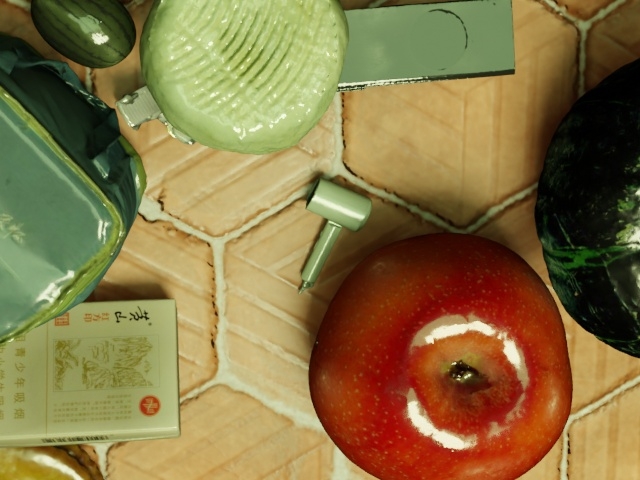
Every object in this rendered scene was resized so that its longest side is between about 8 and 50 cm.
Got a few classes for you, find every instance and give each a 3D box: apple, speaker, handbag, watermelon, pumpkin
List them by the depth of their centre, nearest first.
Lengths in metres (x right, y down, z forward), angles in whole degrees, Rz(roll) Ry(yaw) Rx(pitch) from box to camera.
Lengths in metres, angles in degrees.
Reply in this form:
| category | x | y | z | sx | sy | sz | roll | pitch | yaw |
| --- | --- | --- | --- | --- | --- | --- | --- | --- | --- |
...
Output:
| category | x | y | z | sx | sy | sz | roll | pitch | yaw |
| --- | --- | --- | --- | --- | --- | --- | --- | --- | --- |
| handbag | -0.295 | -0.054 | 1.025 | 0.222 | 0.241 | 0.263 | -40 | 100 | 7 |
| watermelon | -0.229 | -0.210 | 1.085 | 0.110 | 0.078 | 0.078 | 32 | 97 | -8 |
| pumpkin | 0.348 | -0.033 | 1.107 | 0.315 | 0.238 | 0.315 | -2 | 95 | -24 |
| apple | 0.116 | 0.121 | 1.109 | 0.260 | 0.216 | 0.260 | 0 | 92 | -10 |
| speaker | 0.083 | -0.195 | 1.137 | 0.218 | 0.044 | 0.082 | -5 | 102 | -5 |

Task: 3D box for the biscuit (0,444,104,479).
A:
| category | x | y | z | sx | sy | sz | roll | pitch | yaw |
| --- | --- | --- | --- | --- | --- | --- | --- | --- | --- |
| biscuit | -0.325 | 0.297 | 1.185 | 0.220 | 0.066 | 0.220 | -1 | 102 | -5 |

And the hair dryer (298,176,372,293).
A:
| category | x | y | z | sx | sy | sz | roll | pitch | yaw |
| --- | --- | --- | --- | --- | --- | --- | --- | --- | --- |
| hair dryer | 0.000 | 0.000 | 1.178 | 0.063 | 0.038 | 0.124 | 24 | 105 | -8 |

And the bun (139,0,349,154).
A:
| category | x | y | z | sx | sy | sz | roll | pitch | yaw |
| --- | --- | --- | --- | --- | --- | --- | --- | --- | --- |
| bun | -0.069 | -0.177 | 1.052 | 0.195 | 0.118 | 0.195 | 0 | 93 | -5 |

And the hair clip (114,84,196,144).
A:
| category | x | y | z | sx | sy | sz | roll | pitch | yaw |
| --- | --- | --- | --- | --- | --- | --- | --- | --- | --- |
| hair clip | -0.121 | -0.164 | 1.123 | 0.172 | 0.049 | 0.116 | -30 | 107 | -2 |

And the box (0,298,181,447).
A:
| category | x | y | z | sx | sy | sz | roll | pitch | yaw |
| --- | --- | --- | --- | --- | --- | --- | --- | --- | --- |
| box | -0.242 | 0.133 | 1.135 | 0.201 | 0.058 | 0.141 | -4 | 71 | -5 |
